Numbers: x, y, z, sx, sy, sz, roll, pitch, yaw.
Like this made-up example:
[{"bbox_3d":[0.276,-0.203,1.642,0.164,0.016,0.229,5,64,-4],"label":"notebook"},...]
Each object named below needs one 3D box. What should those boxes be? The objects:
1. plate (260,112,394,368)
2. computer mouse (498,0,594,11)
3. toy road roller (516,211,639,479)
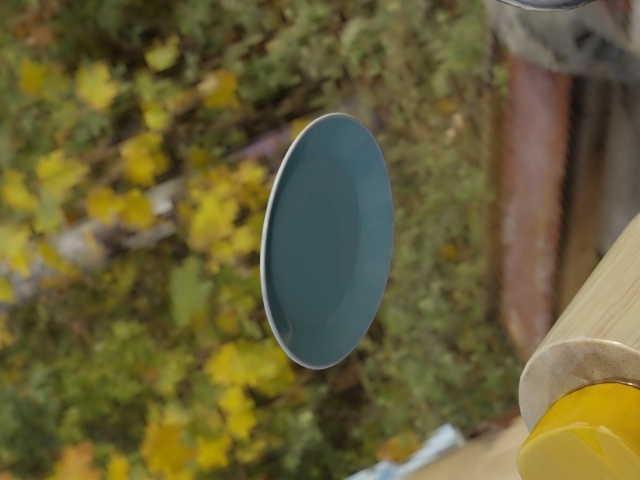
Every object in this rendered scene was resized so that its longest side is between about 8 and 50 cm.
[{"bbox_3d":[0.000,0.000,1.429,0.024,0.188,0.188,6,129,30],"label":"plate"},{"bbox_3d":[0.131,-0.187,0.954,0.188,0.072,0.272,31,148,-13],"label":"computer mouse"},{"bbox_3d":[0.285,0.116,0.967,0.329,0.202,0.240,48,139,-8],"label":"toy road roller"}]
